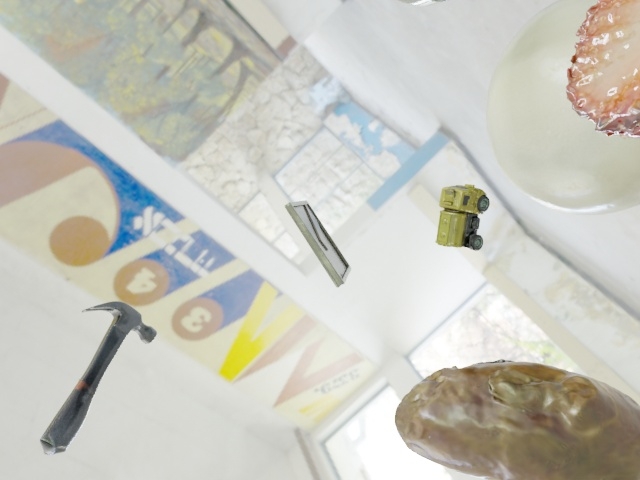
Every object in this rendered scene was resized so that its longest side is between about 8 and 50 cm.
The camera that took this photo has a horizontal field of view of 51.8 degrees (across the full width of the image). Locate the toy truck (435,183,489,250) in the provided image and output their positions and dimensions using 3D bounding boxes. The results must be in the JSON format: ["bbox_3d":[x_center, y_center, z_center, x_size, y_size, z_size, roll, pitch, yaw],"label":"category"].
[{"bbox_3d":[0.179,-0.031,0.845,0.054,0.083,0.049,3,-172,-33],"label":"toy truck"}]

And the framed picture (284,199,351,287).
[{"bbox_3d":[0.000,0.000,1.078,0.150,0.015,0.203,57,-173,-1],"label":"framed picture"}]

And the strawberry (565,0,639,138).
[{"bbox_3d":[0.312,-0.193,0.482,0.106,0.286,0.188,13,-144,-41],"label":"strawberry"}]

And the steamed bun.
[{"bbox_3d":[0.376,-0.197,0.932,0.206,0.324,0.324,12,-156,-31],"label":"steamed bun"}]

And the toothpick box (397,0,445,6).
[{"bbox_3d":[0.199,-0.481,0.978,0.229,0.229,0.316,41,158,-32],"label":"toothpick box"}]

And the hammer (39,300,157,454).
[{"bbox_3d":[-0.389,0.225,1.118,0.137,0.037,0.289,49,-140,-27],"label":"hammer"}]

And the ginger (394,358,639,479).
[{"bbox_3d":[0.252,0.211,0.735,0.321,0.172,0.165,24,-153,-5],"label":"ginger"}]
